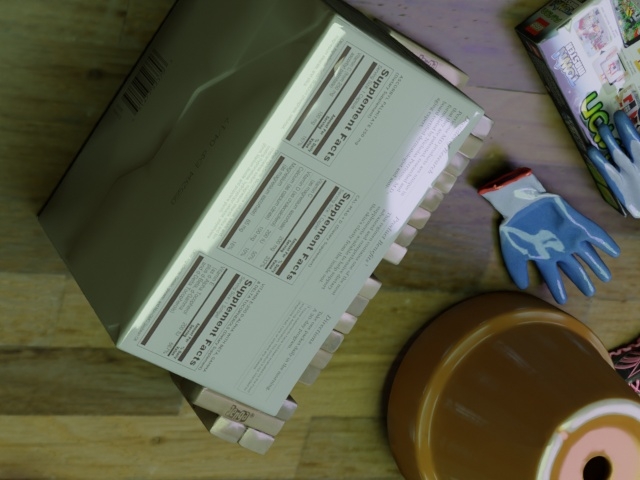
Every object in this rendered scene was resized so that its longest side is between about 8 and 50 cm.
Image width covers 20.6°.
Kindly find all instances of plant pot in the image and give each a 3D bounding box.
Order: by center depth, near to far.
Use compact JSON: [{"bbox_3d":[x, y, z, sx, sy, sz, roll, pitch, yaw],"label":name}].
[{"bbox_3d":[0.187,0.163,1.473,0.205,0.188,0.205,-6,105,-23],"label":"plant pot"}]

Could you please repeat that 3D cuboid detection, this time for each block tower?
[{"bbox_3d":[0.000,0.000,1.371,0.091,0.097,0.335,26,102,-36],"label":"block tower"}]

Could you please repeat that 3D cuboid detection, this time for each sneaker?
[{"bbox_3d":[0.295,0.122,1.615,0.119,0.057,0.047,-37,129,-2],"label":"sneaker"}]

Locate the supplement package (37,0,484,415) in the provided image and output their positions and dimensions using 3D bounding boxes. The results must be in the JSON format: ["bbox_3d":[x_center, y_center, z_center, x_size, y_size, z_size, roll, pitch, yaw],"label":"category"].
[{"bbox_3d":[-0.049,-0.052,1.246,0.145,0.204,0.262,28,102,-34],"label":"supplement package"}]

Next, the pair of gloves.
[{"bbox_3d":[0.236,-0.028,1.482,0.198,0.023,0.159,-27,128,15],"label":"pair of gloves"}]

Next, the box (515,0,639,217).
[{"bbox_3d":[0.252,-0.128,1.463,0.114,0.036,0.207,-37,127,-4],"label":"box"}]
